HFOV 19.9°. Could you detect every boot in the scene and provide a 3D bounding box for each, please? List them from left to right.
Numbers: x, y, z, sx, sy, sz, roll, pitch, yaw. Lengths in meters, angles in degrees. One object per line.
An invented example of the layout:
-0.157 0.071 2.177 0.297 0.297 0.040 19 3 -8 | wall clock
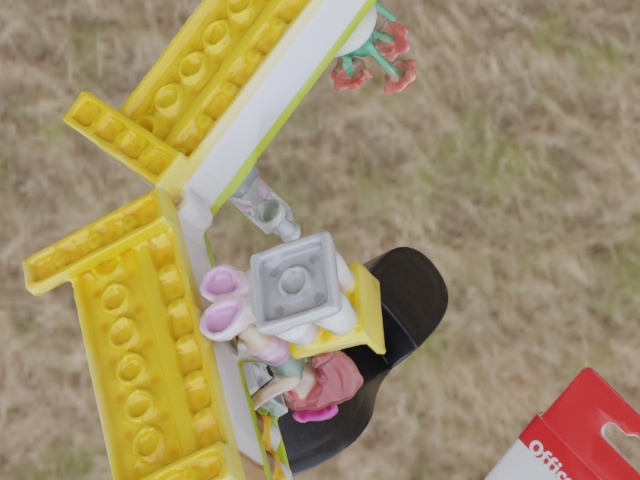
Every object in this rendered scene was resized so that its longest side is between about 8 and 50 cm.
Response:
-0.072 0.126 1.247 0.096 0.264 0.280 48 133 -6 | boot

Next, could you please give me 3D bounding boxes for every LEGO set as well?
0.000 0.000 0.536 0.132 0.287 0.107 -7 153 26 | LEGO set

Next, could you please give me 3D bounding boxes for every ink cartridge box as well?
0.169 0.215 1.265 0.231 0.134 0.078 -52 150 14 | ink cartridge box
